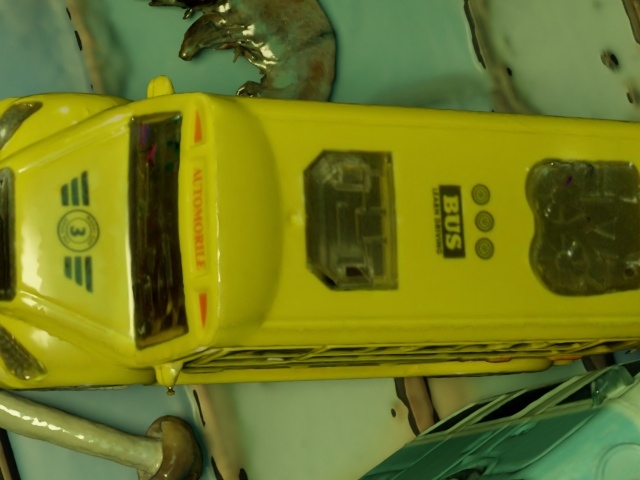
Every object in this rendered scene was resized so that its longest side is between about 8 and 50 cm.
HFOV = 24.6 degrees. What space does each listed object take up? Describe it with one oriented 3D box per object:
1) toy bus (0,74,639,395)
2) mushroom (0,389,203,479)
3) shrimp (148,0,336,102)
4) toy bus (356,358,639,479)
[{"bbox_3d":[0.000,0.000,0.709,0.330,0.152,0.144,1,83,-25],"label":"toy bus"},{"bbox_3d":[-0.190,0.038,0.737,0.306,0.043,0.068,37,54,-4],"label":"mushroom"},{"bbox_3d":[-0.088,-0.097,0.790,0.195,0.035,0.147,19,78,-12],"label":"shrimp"},{"bbox_3d":[0.108,0.136,0.674,0.165,0.271,0.133,-35,90,-21],"label":"toy bus"}]
